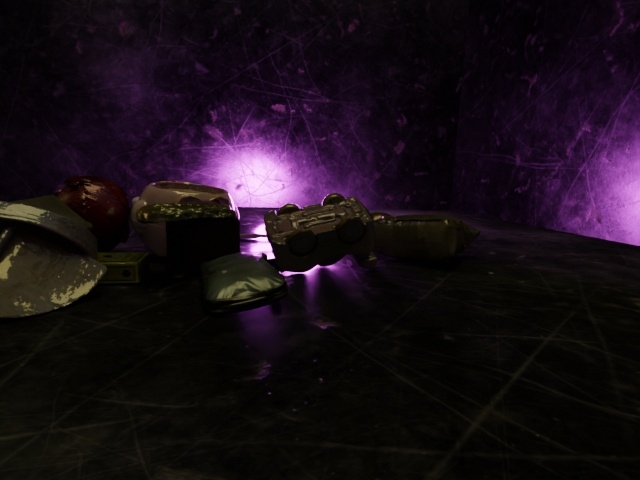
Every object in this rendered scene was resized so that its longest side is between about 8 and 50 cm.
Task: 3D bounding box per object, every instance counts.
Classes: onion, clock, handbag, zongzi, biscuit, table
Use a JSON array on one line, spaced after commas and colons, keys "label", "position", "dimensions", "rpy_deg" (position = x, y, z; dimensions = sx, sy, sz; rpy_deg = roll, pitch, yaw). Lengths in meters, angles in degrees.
[{"label": "onion", "position": [-0.741, -0.072, 1.368], "dimensions": [0.277, 0.275, 0.276], "rpy_deg": [2, 10, 0]}, {"label": "clock", "position": [-0.494, -0.077, 1.514], "dimensions": [0.369, 0.250, 0.377], "rpy_deg": [-3, 17, -38]}, {"label": "handbag", "position": [-0.205, 0.093, 1.064], "dimensions": [0.192, 0.074, 0.332], "rpy_deg": [-13, 18, -16]}, {"label": "zongzi", "position": [0.396, -0.020, 1.633], "dimensions": [0.357, 0.173, 0.393], "rpy_deg": [4, 8, 34]}, {"label": "biscuit", "position": [-0.400, -0.084, 1.207], "dimensions": [0.187, 0.036, 0.274], "rpy_deg": [12, 15, 42]}, {"label": "table", "position": [-0.360, 0.008, 1.281], "dimensions": [0.193, 0.168, 0.172], "rpy_deg": [-4, 11, -26]}]

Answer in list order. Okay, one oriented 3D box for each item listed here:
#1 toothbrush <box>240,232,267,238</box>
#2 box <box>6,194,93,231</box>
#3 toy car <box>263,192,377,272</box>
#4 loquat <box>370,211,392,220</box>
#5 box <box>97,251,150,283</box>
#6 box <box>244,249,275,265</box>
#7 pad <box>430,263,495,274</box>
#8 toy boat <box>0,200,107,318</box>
[{"label": "toothbrush", "position": [-0.321, -0.019, 1.876], "dimensions": [0.295, 0.026, 0.028], "rpy_deg": [2, 25, -6]}, {"label": "box", "position": [-0.771, -0.011, 1.128], "dimensions": [0.149, 0.155, 0.231], "rpy_deg": [40, 18, -1]}, {"label": "toy car", "position": [0.000, 0.000, 1.397], "dimensions": [0.337, 0.226, 0.242], "rpy_deg": [-15, 32, -9]}, {"label": "loquat", "position": [0.273, -0.060, 1.940], "dimensions": [0.196, 0.151, 0.152], "rpy_deg": [11, 10, 4]}, {"label": "box", "position": [-0.594, 0.073, 1.155], "dimensions": [0.220, 0.064, 0.141], "rpy_deg": [2, 8, -11]}, {"label": "box", "position": [-0.162, 0.058, 1.451], "dimensions": [0.122, 0.030, 0.193], "rpy_deg": [12, 14, 43]}, {"label": "pad", "position": [0.483, 0.099, 1.450], "dimensions": [0.194, 0.004, 0.116], "rpy_deg": [2, 9, 3]}, {"label": "toy boat", "position": [-0.626, 0.051, 0.939], "dimensions": [0.111, 0.293, 0.276], "rpy_deg": [-38, -32, 31]}]
